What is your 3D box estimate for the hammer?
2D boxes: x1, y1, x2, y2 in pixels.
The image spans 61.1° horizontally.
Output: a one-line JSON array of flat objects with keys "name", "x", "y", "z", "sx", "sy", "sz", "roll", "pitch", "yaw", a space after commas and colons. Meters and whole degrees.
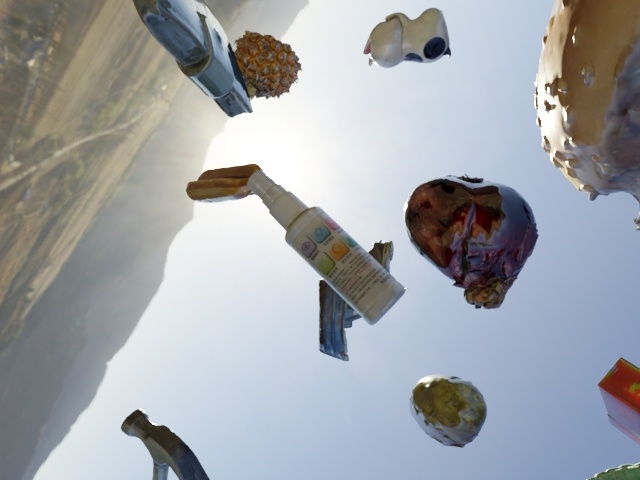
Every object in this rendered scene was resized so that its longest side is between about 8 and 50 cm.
[{"name": "hammer", "x": -0.180, "y": 0.301, "z": 0.612, "sx": 0.029, "sy": 0.103, "sz": 0.247, "roll": -36, "pitch": 146, "yaw": -51}]

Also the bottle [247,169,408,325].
[{"name": "bottle", "x": 0.000, "y": 0.000, "z": 0.609, "sx": 0.060, "sy": 0.217, "sz": 0.060, "roll": -44, "pitch": 170, "yaw": -10}]

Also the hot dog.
[{"name": "hot dog", "x": -0.180, "y": -0.105, "z": 1.048, "sx": 0.092, "sy": 0.062, "sz": 0.235, "roll": -37, "pitch": -155, "yaw": -30}]

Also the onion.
[{"name": "onion", "x": 0.292, "y": -0.022, "z": 1.075, "sx": 0.221, "sy": 0.280, "sz": 0.281, "roll": -22, "pitch": -141, "yaw": 59}]

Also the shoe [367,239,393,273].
[{"name": "shoe", "x": 0.174, "y": 0.070, "z": 1.734, "sx": 0.071, "sy": 0.099, "sz": 0.169, "roll": 65, "pitch": 39, "yaw": -58}]

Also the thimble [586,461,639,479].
[{"name": "thimble", "x": 0.661, "y": 0.572, "z": 1.135, "sx": 0.235, "sy": 0.143, "sz": 0.198, "roll": -32, "pitch": 167, "yaw": 27}]

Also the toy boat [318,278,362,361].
[{"name": "toy boat", "x": 0.064, "y": 0.220, "z": 1.553, "sx": 0.129, "sy": 0.142, "sz": 0.310, "roll": -94, "pitch": -177, "yaw": -65}]

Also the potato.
[{"name": "potato", "x": 0.296, "y": 0.411, "z": 1.305, "sx": 0.141, "sy": 0.176, "sz": 0.298, "roll": -25, "pitch": 160, "yaw": -18}]

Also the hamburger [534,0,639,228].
[{"name": "hamburger", "x": 0.334, "y": -0.233, "z": 0.380, "sx": 0.446, "sy": 0.268, "sz": 0.287, "roll": -56, "pitch": 162, "yaw": 2}]

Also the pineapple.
[{"name": "pineapple", "x": -0.142, "y": -0.390, "z": 1.288, "sx": 0.161, "sy": 0.175, "sz": 0.137, "roll": -6, "pitch": -124, "yaw": 61}]

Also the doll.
[{"name": "doll", "x": 0.185, "y": -0.428, "z": 1.156, "sx": 0.110, "sy": 0.180, "sz": 0.107, "roll": 36, "pitch": 53, "yaw": -75}]

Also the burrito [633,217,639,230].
[{"name": "burrito", "x": 0.926, "y": -0.059, "z": 1.405, "sx": 0.203, "sy": 0.064, "sz": 0.064, "roll": -21, "pitch": -141, "yaw": 54}]

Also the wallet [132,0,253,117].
[{"name": "wallet", "x": -0.219, "y": -0.363, "z": 0.906, "sx": 0.083, "sy": 0.252, "sz": 0.360, "roll": -25, "pitch": 164, "yaw": 7}]

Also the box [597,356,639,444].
[{"name": "box", "x": 0.734, "y": 0.396, "z": 1.185, "sx": 0.089, "sy": 0.313, "sz": 0.197, "roll": -49, "pitch": -134, "yaw": -5}]
